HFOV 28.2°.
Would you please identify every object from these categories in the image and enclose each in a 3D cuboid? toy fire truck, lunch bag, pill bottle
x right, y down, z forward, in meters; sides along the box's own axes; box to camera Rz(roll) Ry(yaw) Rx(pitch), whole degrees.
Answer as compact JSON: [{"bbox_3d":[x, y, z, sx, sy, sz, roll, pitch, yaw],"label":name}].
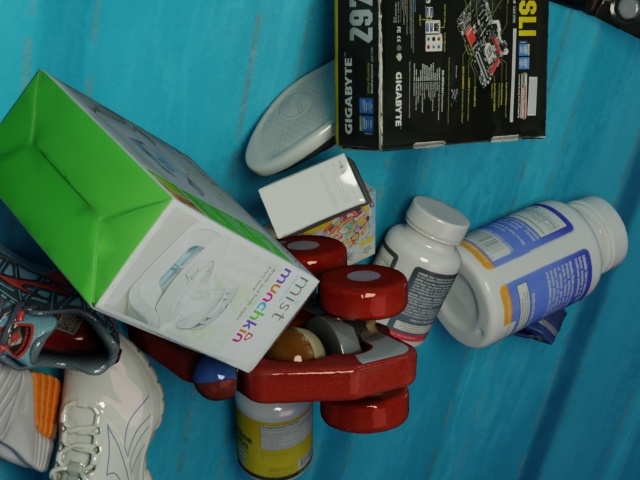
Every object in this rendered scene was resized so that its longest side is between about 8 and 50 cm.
[{"bbox_3d":[-0.049,0.116,1.405,0.253,0.302,0.169,-12,110,-29],"label":"toy fire truck"},{"bbox_3d":[0.310,0.113,1.901,0.067,0.098,0.065,44,70,-49],"label":"lunch bag"},{"bbox_3d":[0.122,0.039,1.659,0.108,0.108,0.180,4,119,-44],"label":"pill bottle"},{"bbox_3d":[-0.060,0.220,1.646,0.103,0.103,0.184,-23,134,-27],"label":"pill bottle"},{"bbox_3d":[0.293,0.033,1.775,0.272,0.152,0.152,-22,134,-28],"label":"pill bottle"}]

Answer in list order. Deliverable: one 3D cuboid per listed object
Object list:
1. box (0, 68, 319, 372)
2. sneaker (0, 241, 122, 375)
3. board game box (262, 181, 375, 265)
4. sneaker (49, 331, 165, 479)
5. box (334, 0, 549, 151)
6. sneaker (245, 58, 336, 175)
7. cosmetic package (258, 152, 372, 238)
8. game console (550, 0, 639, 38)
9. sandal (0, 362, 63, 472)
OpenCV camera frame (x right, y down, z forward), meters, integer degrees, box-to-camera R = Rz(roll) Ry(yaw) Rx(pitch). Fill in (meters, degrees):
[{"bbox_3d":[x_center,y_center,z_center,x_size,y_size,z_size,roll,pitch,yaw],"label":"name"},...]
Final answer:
[{"bbox_3d":[-0.170,-0.014,1.233,0.127,0.262,0.231,-53,139,6],"label":"box"},{"bbox_3d":[-0.308,0.066,1.261,0.261,0.125,0.104,17,106,-33],"label":"sneaker"},{"bbox_3d":[0.000,0.000,1.581,0.154,0.026,0.103,-25,136,-25],"label":"board game box"},{"bbox_3d":[-0.246,0.238,1.423,0.129,0.111,0.297,-34,125,-61],"label":"sneaker"},{"bbox_3d":[0.133,-0.261,1.356,0.257,0.079,0.322,-9,103,-40],"label":"box"},{"bbox_3d":[0.052,-0.141,1.450,0.295,0.104,0.147,-42,135,-13],"label":"sneaker"},{"bbox_3d":[-0.002,-0.049,1.392,0.098,0.060,0.239,-25,180,4],"label":"cosmetic package"},{"bbox_3d":[0.408,-0.388,1.530,0.173,0.250,0.293,-26,144,-64],"label":"game console"},{"bbox_3d":[-0.344,0.175,1.359,0.265,0.076,0.102,70,29,-67],"label":"sandal"}]
